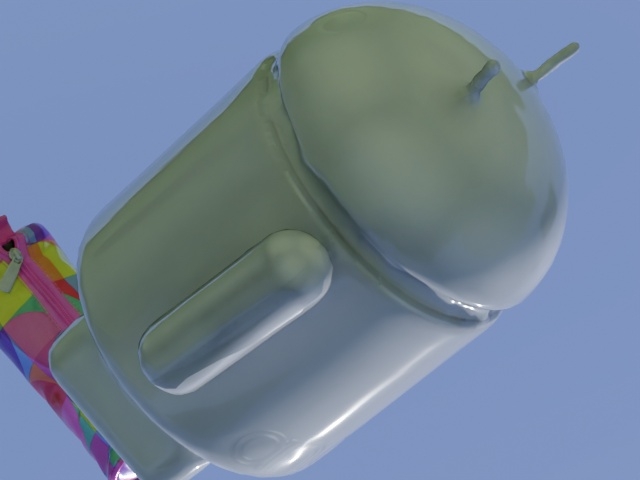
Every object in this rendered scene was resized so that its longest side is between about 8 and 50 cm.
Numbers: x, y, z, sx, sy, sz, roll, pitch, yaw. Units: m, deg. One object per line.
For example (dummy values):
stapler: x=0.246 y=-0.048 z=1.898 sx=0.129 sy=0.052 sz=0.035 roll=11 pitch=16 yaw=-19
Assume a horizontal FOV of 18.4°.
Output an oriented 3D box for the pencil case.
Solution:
pencil case: x=-0.201 y=0.091 z=1.620 sx=0.104 sy=0.104 sz=0.236 roll=-36 pitch=-108 yaw=-23

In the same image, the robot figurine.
robot figurine: x=0.000 y=0.000 z=1.146 sx=0.353 sy=0.200 sz=0.300 roll=-41 pitch=-177 yaw=28
